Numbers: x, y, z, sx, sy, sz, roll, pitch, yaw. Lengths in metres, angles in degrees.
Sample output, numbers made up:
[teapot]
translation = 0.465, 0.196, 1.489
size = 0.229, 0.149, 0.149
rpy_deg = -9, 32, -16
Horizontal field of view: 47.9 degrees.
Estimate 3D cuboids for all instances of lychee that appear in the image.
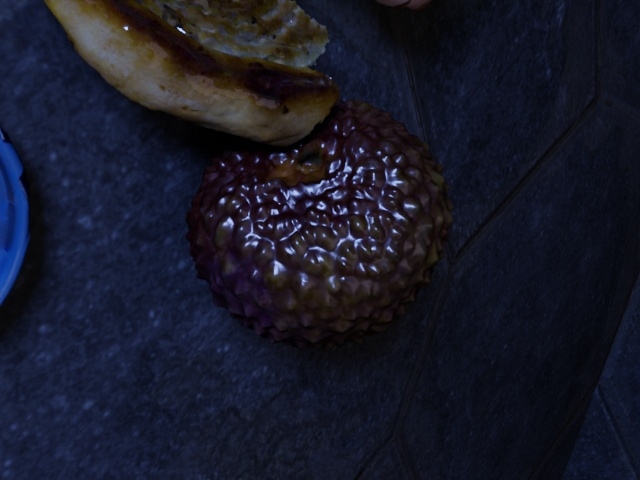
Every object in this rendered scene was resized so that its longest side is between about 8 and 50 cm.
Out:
[lychee]
translation = 0.000, 0.000, 0.713
size = 0.271, 0.271, 0.271
rpy_deg = -25, 127, -39

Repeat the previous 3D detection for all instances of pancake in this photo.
[pancake]
translation = -0.090, -0.166, 0.577
size = 0.258, 0.056, 0.212
rpy_deg = -27, 92, -36

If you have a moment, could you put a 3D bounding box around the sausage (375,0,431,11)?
[sausage]
translation = 0.056, -0.362, 0.671
size = 0.121, 0.121, 0.304
rpy_deg = -48, 139, -21

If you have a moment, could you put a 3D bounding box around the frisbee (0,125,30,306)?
[frisbee]
translation = -0.317, -0.006, 0.486
size = 0.242, 0.045, 0.242
rpy_deg = -25, 125, -40
